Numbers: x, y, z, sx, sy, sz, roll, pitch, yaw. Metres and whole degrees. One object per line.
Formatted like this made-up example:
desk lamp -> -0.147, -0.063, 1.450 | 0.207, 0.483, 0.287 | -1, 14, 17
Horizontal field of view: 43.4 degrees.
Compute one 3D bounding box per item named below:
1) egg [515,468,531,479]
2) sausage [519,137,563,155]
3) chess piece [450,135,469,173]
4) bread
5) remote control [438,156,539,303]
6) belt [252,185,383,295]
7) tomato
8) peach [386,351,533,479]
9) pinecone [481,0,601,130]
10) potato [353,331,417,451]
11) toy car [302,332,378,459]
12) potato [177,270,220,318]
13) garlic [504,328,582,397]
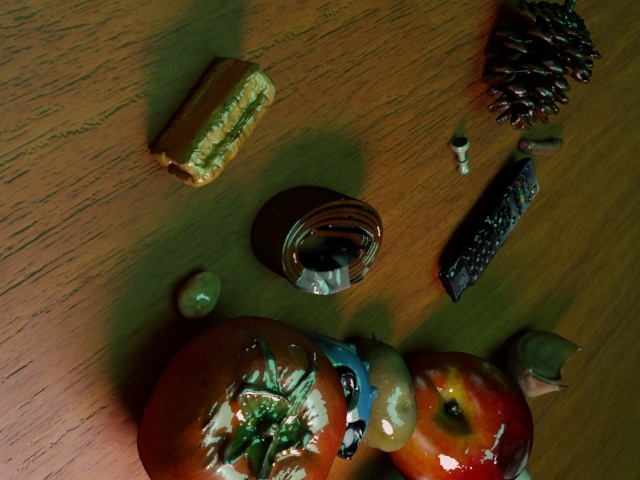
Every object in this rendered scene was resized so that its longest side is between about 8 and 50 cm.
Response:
egg -> 0.498, 0.741, 2.262 | 0.182, 0.182, 0.264 | 6, 107, -49
sausage -> 0.565, -0.239, 2.047 | 0.186, 0.043, 0.043 | -8, 111, -45
chess piece -> 0.316, -0.186, 1.795 | 0.042, 0.042, 0.093 | -47, 141, -25
bread -> -0.158, -0.180, 1.216 | 0.211, 0.114, 0.083 | -54, 140, -15
remote control -> 0.406, -0.028, 1.938 | 0.399, 0.062, 0.145 | -51, 137, -23
belt -> 0.000, 0.000, 1.468 | 0.261, 0.105, 0.184 | 4, 104, -49
tomato -> -0.136, 0.290, 1.317 | 0.341, 0.272, 0.342 | 1, 88, -28
peach -> 0.328, 0.439, 1.860 | 0.335, 0.310, 0.406 | -53, 135, -23
pinecone -> 0.476, -0.388, 1.761 | 0.244, 0.244, 0.309 | 14, 110, -50
potato -> 0.120, 0.316, 1.685 | 0.159, 0.174, 0.252 | -10, 98, -43
toy car -> 0.014, 0.281, 1.538 | 0.190, 0.188, 0.255 | -41, 129, -42
potato -> -0.199, 0.089, 1.324 | 0.068, 0.062, 0.083 | 78, 26, -52
garlic -> 0.587, 0.337, 2.170 | 0.338, 0.196, 0.151 | -22, 95, -64
